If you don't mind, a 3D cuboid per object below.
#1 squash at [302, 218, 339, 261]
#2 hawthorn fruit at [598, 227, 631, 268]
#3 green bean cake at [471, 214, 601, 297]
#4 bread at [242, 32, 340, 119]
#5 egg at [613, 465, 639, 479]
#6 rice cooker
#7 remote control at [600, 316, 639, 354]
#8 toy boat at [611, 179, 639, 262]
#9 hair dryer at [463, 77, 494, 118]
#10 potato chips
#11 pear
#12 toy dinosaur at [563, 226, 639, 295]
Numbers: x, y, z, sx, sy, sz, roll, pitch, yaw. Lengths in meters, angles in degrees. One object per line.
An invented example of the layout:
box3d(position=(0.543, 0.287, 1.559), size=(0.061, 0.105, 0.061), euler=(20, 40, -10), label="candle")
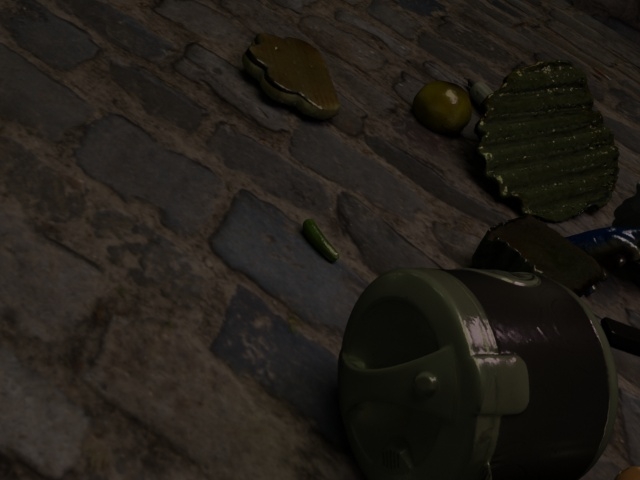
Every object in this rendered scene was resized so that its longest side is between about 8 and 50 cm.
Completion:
box3d(position=(-0.001, 0.000, 1.269), size=(0.027, 0.027, 0.089), euler=(-10, 51, -41), label="squash")
box3d(position=(0.575, 0.010, 1.587), size=(0.081, 0.081, 0.093), euler=(0, 40, -33), label="hawthorn fruit")
box3d(position=(0.374, 0.049, 1.387), size=(0.173, 0.094, 0.181), euler=(-17, 52, -46), label="green bean cake")
box3d(position=(-0.069, -0.351, 1.661), size=(0.207, 0.056, 0.287), euler=(15, 35, -21), label="bread")
box3d(position=(0.421, 0.340, 1.054), size=(0.083, 0.071, 0.071), euler=(-17, 53, -37), label="egg")
box3d(position=(0.170, 0.168, 0.946), size=(0.276, 0.288, 0.288), euler=(4, 40, -27), label="rice cooker")
box3d(position=(0.610, 0.194, 1.412), size=(0.245, 0.025, 0.063), euler=(19, 31, -11), label="remote control")
box3d(position=(0.674, -0.030, 1.537), size=(0.199, 0.290, 0.100), euler=(32, 76, 32), label="toy boat")
box3d(position=(0.437, -0.327, 1.938), size=(0.173, 0.108, 0.357), euler=(13, 30, -23), label="hair dryer")
box3d(position=(0.505, -0.218, 1.741), size=(0.429, 0.070, 0.359), euler=(-16, 81, -31), label="potato chips")
box3d(position=(0.285, -0.311, 1.802), size=(0.141, 0.104, 0.141), euler=(20, 37, -16), label="pear")
box3d(position=(0.501, -0.015, 1.478), size=(0.188, 0.247, 0.075), euler=(51, 22, 1), label="toy dinosaur")
